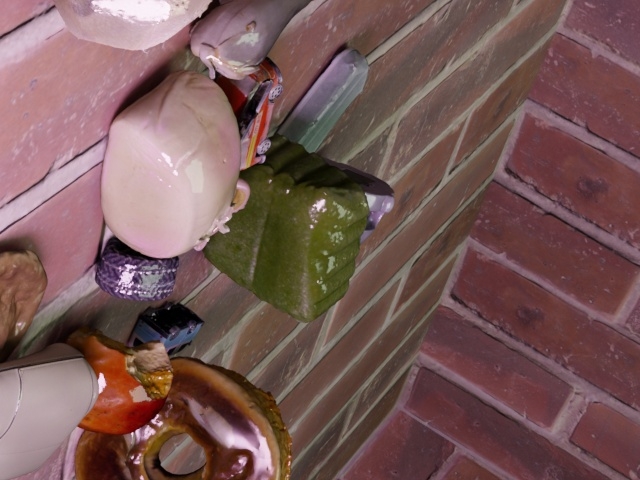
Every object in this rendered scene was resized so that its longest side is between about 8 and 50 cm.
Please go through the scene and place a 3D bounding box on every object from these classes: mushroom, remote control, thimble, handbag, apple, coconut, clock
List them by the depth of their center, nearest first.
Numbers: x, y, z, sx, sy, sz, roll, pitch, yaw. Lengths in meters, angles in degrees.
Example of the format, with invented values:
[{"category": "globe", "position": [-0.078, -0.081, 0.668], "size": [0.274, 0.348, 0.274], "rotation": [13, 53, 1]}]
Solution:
[{"category": "coconut", "position": [-0.184, -0.262, 1.402], "size": [0.162, 0.161, 0.161], "rotation": [-54, 167, -48]}, {"category": "handbag", "position": [-0.420, 0.222, 1.727], "size": [0.241, 0.109, 0.315], "rotation": [-50, 160, 23]}, {"category": "mushroom", "position": [-0.073, -0.287, 1.846], "size": [0.278, 0.099, 0.096], "rotation": [-49, 169, -42]}, {"category": "thimble", "position": [-0.246, 0.035, 1.931], "size": [0.104, 0.095, 0.066], "rotation": [4, 111, -34]}, {"category": "apple", "position": [-0.295, 0.191, 1.968], "size": [0.158, 0.156, 0.147], "rotation": [12, 113, -44]}, {"category": "remote control", "position": [-0.005, -0.201, 2.323], "size": [0.247, 0.052, 0.104], "rotation": [-53, 163, -9]}, {"category": "clock", "position": [-0.001, -0.004, 2.481], "size": [0.254, 0.189, 0.189], "rotation": [-64, 164, 16]}]

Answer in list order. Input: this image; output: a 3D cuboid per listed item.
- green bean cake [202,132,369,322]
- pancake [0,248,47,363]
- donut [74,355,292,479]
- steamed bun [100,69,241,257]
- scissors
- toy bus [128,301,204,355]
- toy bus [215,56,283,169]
[{"category": "green bean cake", "position": [-0.049, -0.023, 2.197], "size": [0.125, 0.222, 0.248], "rotation": [-38, 153, -45]}, {"category": "pancake", "position": [-0.396, 0.105, 1.667], "size": [0.222, 0.042, 0.236], "rotation": [-56, 164, 3]}, {"category": "donut", "position": [-0.206, 0.327, 2.237], "size": [0.330, 0.330, 0.160], "rotation": [-62, 175, 14]}, {"category": "steamed bun", "position": [-0.171, -0.083, 1.808], "size": [0.170, 0.153, 0.238], "rotation": [-48, 165, -37]}, {"category": "scissors", "position": [-0.138, -0.098, 1.970], "size": [0.160, 0.024, 0.317], "rotation": [0, 136, -38]}, {"category": "toy bus", "position": [-0.237, 0.142, 2.227], "size": [0.075, 0.060, 0.123], "rotation": [-58, 164, 18]}, {"category": "toy bus", "position": [-0.109, -0.174, 1.989], "size": [0.077, 0.079, 0.174], "rotation": [-34, 153, -37]}]
